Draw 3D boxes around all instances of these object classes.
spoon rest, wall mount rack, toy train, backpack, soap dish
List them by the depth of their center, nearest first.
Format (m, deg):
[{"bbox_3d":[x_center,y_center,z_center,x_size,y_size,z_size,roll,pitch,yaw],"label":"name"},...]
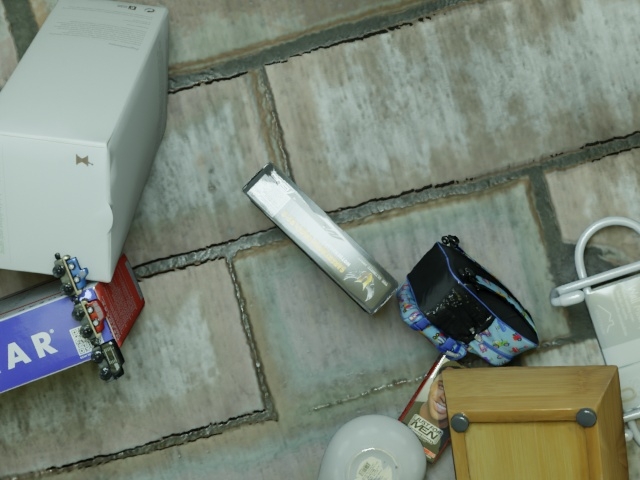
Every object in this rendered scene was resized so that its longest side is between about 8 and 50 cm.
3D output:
[{"bbox_3d":[-0.259,0.084,1.274,0.036,0.027,0.158,-23,97,-4],"label":"toy train"},{"bbox_3d":[0.279,0.308,1.465,0.229,0.118,0.290,-4,103,20],"label":"soap dish"},{"bbox_3d":[0.482,0.124,1.499,0.304,0.130,0.350,-19,93,10],"label":"wall mount rack"},{"bbox_3d":[0.202,0.098,1.511,0.173,0.158,0.117,38,103,-17],"label":"backpack"},{"bbox_3d":[0.029,0.357,1.536,0.137,0.084,0.276,40,90,0],"label":"spoon rest"}]

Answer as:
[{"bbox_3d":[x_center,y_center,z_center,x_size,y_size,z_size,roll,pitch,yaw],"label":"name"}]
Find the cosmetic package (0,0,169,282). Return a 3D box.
[{"bbox_3d":[-0.290,-0.137,1.398,0.155,0.365,0.197,8,125,1],"label":"cosmetic package"}]

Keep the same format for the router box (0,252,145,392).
[{"bbox_3d":[-0.407,0.128,1.436,0.336,0.301,0.082,-20,98,0],"label":"router box"}]

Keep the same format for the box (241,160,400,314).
[{"bbox_3d":[0.000,0.000,1.501,0.231,0.183,0.056,44,88,1],"label":"box"}]

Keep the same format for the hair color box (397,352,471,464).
[{"bbox_3d":[0.161,0.230,1.561,0.072,0.043,0.141,32,88,2],"label":"hair color box"}]
